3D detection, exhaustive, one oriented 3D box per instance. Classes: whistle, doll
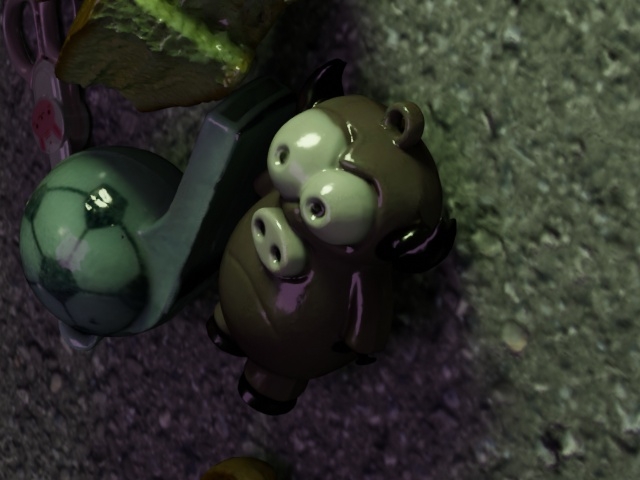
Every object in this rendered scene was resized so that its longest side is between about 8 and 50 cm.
[{"bbox_3d":[-0.145,-0.025,1.454,0.163,0.163,0.289,47,128,30],"label":"whistle"},{"bbox_3d":[0.001,0.001,1.322,0.182,0.117,0.257,57,137,30],"label":"doll"}]

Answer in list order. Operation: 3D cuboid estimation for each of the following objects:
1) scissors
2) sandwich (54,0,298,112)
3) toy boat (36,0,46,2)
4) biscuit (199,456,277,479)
[{"bbox_3d":[-0.224,-0.103,1.611,0.118,0.030,0.242,-7,92,50],"label":"scissors"},{"bbox_3d":[-0.098,-0.169,1.337,0.235,0.122,0.128,-55,17,27],"label":"sandwich"},{"bbox_3d":[-0.135,-0.272,1.429,0.310,0.089,0.115,-45,69,43],"label":"toy boat"},{"bbox_3d":[-0.045,0.324,1.491,0.367,0.063,0.314,-6,92,49],"label":"biscuit"}]
